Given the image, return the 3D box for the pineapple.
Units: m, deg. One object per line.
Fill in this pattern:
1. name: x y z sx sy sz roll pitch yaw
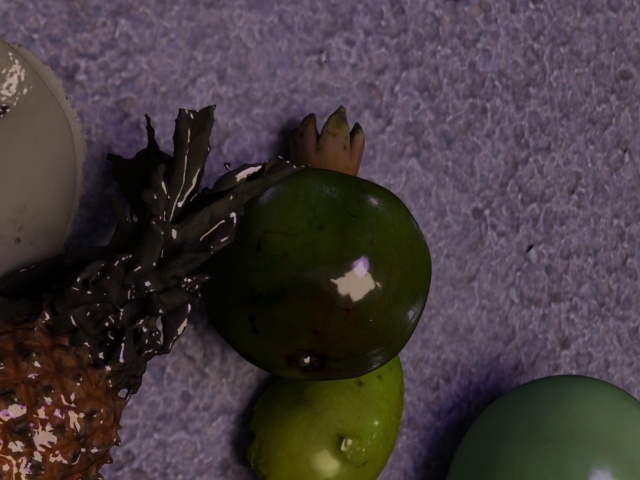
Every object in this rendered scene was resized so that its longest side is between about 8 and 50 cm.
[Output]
1. pineapple: -0.163 0.056 1.263 0.364 0.165 0.165 -52 128 -21

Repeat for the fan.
1. fan: -0.250 -0.123 1.247 0.233 0.012 0.414 4 97 -44

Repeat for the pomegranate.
1. pomegranate: 0.000 0.001 1.408 0.187 0.187 0.225 32 53 -41

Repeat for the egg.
1. egg: 0.220 0.257 1.616 0.220 0.220 0.269 9 99 -43

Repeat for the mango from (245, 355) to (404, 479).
1. mango: 0.013 0.152 1.490 0.119 0.100 0.178 52 57 -33
